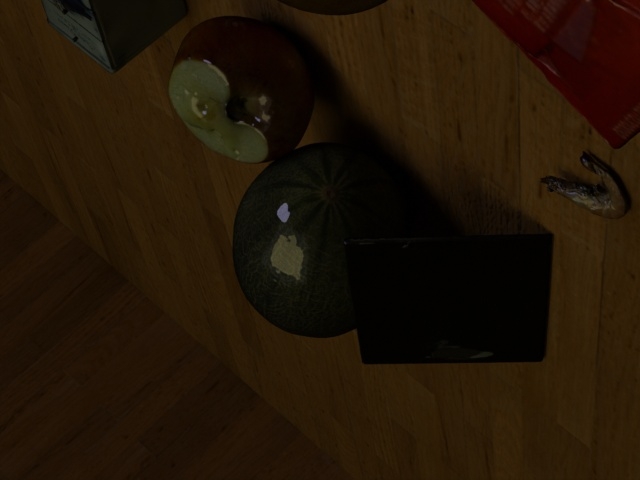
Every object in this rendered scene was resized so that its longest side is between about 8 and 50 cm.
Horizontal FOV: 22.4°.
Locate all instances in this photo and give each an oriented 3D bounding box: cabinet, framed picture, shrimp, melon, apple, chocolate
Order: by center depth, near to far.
[{"bbox_3d":[0.238,-0.219,1.349,0.235,0.108,0.237,47,160,4],"label":"chocolate"},{"bbox_3d":[0.276,-0.064,1.709,0.114,0.023,0.083,25,149,39],"label":"shrimp"},{"bbox_3d":[0.161,0.079,2.018,0.244,0.013,0.324,-1,150,5],"label":"framed picture"},{"bbox_3d":[-0.094,-0.197,2.049,0.195,0.160,0.173,52,165,-17],"label":"apple"},{"bbox_3d":[0.000,0.000,2.118,0.237,0.237,0.301,43,158,15],"label":"melon"},{"bbox_3d":[-0.297,-0.365,2.182,0.145,0.150,0.206,39,159,27],"label":"cabinet"}]

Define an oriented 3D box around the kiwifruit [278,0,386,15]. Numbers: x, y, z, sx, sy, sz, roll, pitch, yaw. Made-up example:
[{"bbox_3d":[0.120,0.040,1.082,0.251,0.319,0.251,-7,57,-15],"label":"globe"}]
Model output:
[{"bbox_3d":[-0.004,-0.322,1.542,0.234,0.196,0.196,43,163,39],"label":"kiwifruit"}]
